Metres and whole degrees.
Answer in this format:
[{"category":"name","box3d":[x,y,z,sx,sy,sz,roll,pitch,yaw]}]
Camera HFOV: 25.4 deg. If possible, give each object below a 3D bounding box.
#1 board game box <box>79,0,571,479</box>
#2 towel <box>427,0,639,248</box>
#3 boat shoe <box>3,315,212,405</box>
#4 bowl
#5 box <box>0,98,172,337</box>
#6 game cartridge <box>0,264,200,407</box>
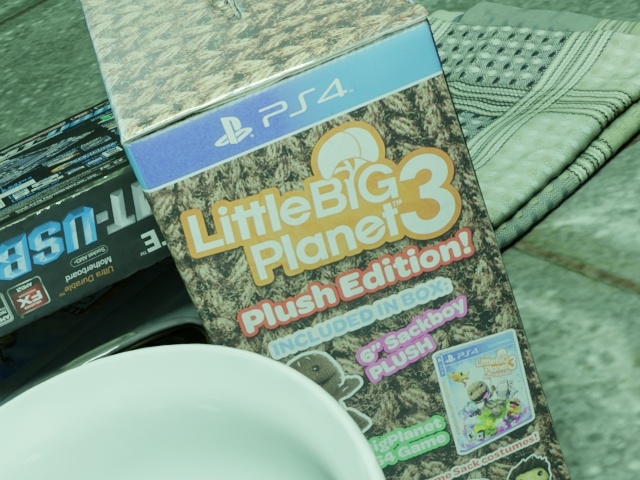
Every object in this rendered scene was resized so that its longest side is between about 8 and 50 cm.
[{"category":"board game box","box3d":[0.000,0.000,0.753,0.141,0.291,0.232,-23,28,-3]},{"category":"towel","box3d":[0.096,-0.102,1.107,0.324,0.056,0.312,-39,33,-30]},{"category":"boat shoe","box3d":[-0.162,0.135,0.805,0.103,0.092,0.285,42,55,14]},{"category":"bowl","box3d":[-0.077,0.199,0.596,0.298,0.134,0.298,-19,42,19]},{"category":"box","box3d":[-0.194,-0.019,0.979,0.295,0.073,0.293,-27,16,-13]},{"category":"game cartridge","box3d":[-0.220,0.078,1.013,0.297,0.062,0.198,13,39,45]}]
